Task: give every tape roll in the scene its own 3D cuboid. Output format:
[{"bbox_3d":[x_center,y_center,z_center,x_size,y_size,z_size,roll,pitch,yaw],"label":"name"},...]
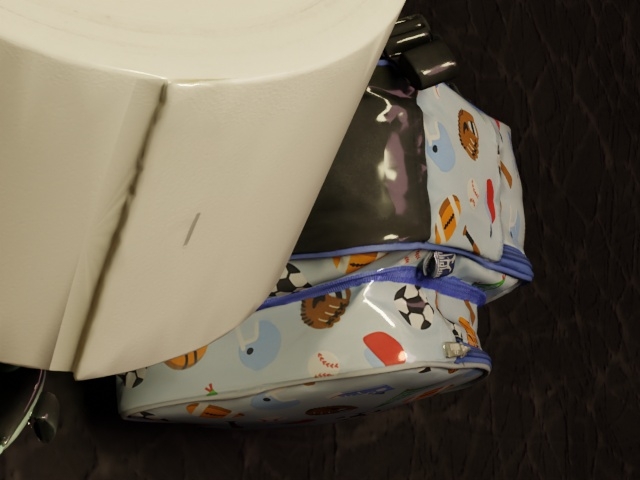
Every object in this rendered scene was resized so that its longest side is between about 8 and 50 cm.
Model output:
[{"bbox_3d":[-0.101,-0.090,0.709,0.246,0.169,0.246,13,43,-12],"label":"tape roll"}]

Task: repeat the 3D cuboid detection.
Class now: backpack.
[{"bbox_3d":[0.000,0.000,0.968,0.263,0.276,0.213,-4,87,-62],"label":"backpack"}]

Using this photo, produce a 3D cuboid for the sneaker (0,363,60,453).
[{"bbox_3d":[-0.171,0.000,0.800,0.094,0.151,0.256,34,52,-45],"label":"sneaker"}]
